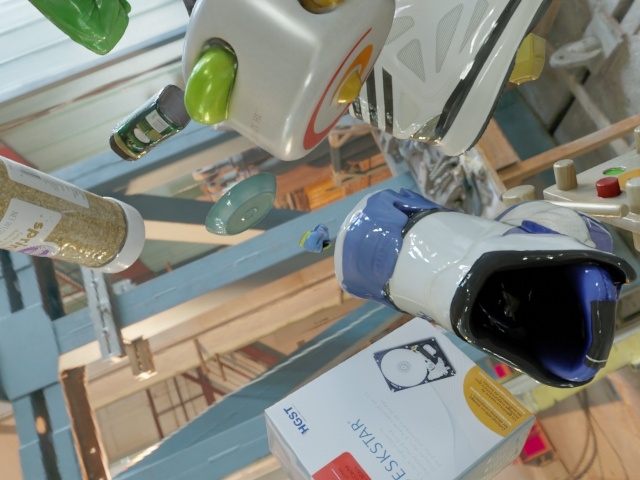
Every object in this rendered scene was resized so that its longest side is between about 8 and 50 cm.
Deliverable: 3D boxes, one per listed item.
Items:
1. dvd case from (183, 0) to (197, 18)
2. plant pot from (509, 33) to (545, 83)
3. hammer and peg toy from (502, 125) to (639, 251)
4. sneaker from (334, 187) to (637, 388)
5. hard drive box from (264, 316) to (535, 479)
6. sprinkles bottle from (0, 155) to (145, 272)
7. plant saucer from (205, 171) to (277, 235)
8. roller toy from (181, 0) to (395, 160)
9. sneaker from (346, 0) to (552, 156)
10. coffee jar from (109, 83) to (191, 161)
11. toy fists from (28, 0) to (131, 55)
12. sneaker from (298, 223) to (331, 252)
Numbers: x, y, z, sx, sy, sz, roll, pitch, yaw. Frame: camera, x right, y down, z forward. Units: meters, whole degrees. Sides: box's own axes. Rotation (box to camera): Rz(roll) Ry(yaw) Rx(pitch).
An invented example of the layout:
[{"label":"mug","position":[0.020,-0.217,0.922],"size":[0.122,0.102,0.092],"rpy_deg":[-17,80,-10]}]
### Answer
[{"label":"dvd case","position":[-0.228,-0.532,1.340],"size":[0.221,0.164,0.018],"rpy_deg":[75,170,-55]},{"label":"plant pot","position":[0.434,-0.386,1.181],"size":[0.081,0.081,0.084],"rpy_deg":[-5,91,43]},{"label":"hammer and peg toy","position":[0.529,-0.076,0.957],"size":[0.266,0.361,0.128],"rpy_deg":[-133,21,-68]},{"label":"sneaker","position":[0.182,0.044,0.465],"size":[0.182,0.315,0.128],"rpy_deg":[34,115,49]},{"label":"hard drive box","position":[0.084,0.215,0.607],"size":[0.181,0.232,0.089],"rpy_deg":[41,146,37]},{"label":"sprinkles bottle","position":[-0.401,-0.038,0.766],"size":[0.121,0.121,0.355],"rpy_deg":[65,-167,19]},{"label":"plant saucer","position":[-0.101,-0.043,0.746],"size":[0.021,0.119,0.119],"rpy_deg":[50,170,16]},{"label":"roller toy","position":[-0.022,-0.184,0.530],"size":[0.146,0.209,0.191],"rpy_deg":[35,-167,4]},{"label":"sneaker","position":[0.140,-0.333,0.661],"size":[0.169,0.257,0.448],"rpy_deg":[-96,22,-60]},{"label":"coffee jar","position":[-0.340,-0.229,1.093],"size":[0.079,0.184,0.096],"rpy_deg":[45,-138,-29]},{"label":"toy fists","position":[-0.339,-0.339,0.750],"size":[0.142,0.096,0.279],"rpy_deg":[45,178,-40]},{"label":"sneaker","position":[0.000,0.000,1.732],"size":[0.082,0.069,0.209],"rpy_deg":[29,-164,8]}]
